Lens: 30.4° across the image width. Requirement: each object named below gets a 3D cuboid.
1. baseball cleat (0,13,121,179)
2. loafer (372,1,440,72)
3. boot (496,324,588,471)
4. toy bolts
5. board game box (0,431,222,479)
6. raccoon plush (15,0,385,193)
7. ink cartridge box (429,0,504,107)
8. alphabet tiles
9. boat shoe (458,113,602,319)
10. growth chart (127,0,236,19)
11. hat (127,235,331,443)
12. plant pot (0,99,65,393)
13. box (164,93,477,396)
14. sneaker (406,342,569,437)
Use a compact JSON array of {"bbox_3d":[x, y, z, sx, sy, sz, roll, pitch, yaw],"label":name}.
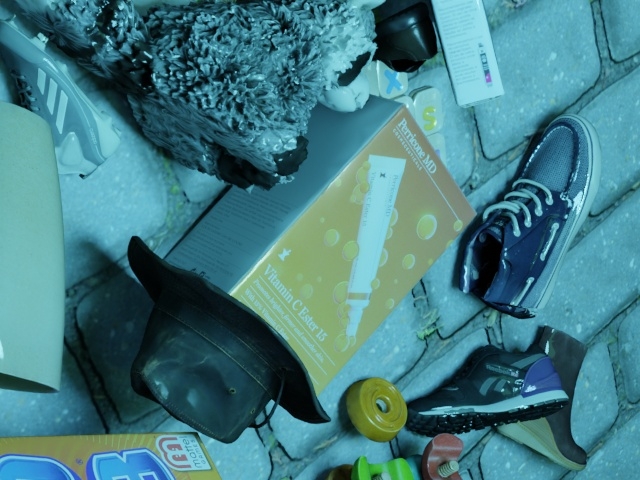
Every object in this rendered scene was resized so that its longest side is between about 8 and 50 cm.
[{"bbox_3d":[-0.309,-0.147,1.310,0.109,0.072,0.206,-49,125,-10],"label":"baseball cleat"},{"bbox_3d":[0.095,-0.250,1.533,0.080,0.220,0.078,-27,98,-8],"label":"loafer"},{"bbox_3d":[0.423,0.278,2.046,0.248,0.090,0.207,32,83,-38],"label":"boot"},{"bbox_3d":[0.096,0.340,1.791,0.229,0.158,0.218,14,53,-32],"label":"toy bolts"},{"bbox_3d":[-0.280,0.454,1.238,0.357,0.356,0.356,7,127,-42],"label":"board game box"},{"bbox_3d":[-0.098,-0.267,1.347,0.446,0.216,0.299,46,64,-45],"label":"raccoon plush"},{"bbox_3d":[0.151,-0.380,1.493,0.071,0.324,0.330,-13,119,7],"label":"ink cartridge box"},{"bbox_3d":[0.072,-0.123,1.676,0.284,0.021,0.278,-22,116,-35],"label":"alphabet tiles"},{"bbox_3d":[0.327,-0.043,1.842,0.158,0.127,0.340,10,96,-49],"label":"boat shoe"},{"bbox_3d":[-0.174,-0.307,1.410,0.172,0.021,0.237,29,83,-42],"label":"growth chart"},{"bbox_3d":[-0.146,0.149,1.379,0.134,0.331,0.331,-48,128,-16],"label":"hat"},{"bbox_3d":[-0.368,-0.002,1.208,0.256,0.256,0.274,21,72,-42],"label":"plant pot"},{"bbox_3d":[0.000,0.000,1.529,0.345,0.168,0.215,-48,126,-14],"label":"box"},{"bbox_3d":[0.253,0.236,1.902,0.283,0.107,0.124,-5,63,-23],"label":"sneaker"}]
